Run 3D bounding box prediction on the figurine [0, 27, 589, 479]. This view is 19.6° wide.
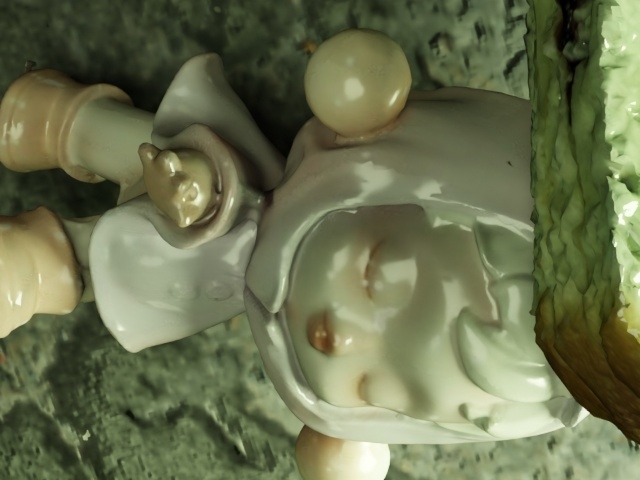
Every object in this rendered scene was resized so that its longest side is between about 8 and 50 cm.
[{"bbox_3d":[0.001,0.000,0.704,0.275,0.133,0.200,11,122,12],"label":"figurine"}]

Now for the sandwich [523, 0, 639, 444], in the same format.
[{"bbox_3d":[0.123,-0.115,0.594,0.254,0.099,0.288,45,79,-13],"label":"sandwich"}]
